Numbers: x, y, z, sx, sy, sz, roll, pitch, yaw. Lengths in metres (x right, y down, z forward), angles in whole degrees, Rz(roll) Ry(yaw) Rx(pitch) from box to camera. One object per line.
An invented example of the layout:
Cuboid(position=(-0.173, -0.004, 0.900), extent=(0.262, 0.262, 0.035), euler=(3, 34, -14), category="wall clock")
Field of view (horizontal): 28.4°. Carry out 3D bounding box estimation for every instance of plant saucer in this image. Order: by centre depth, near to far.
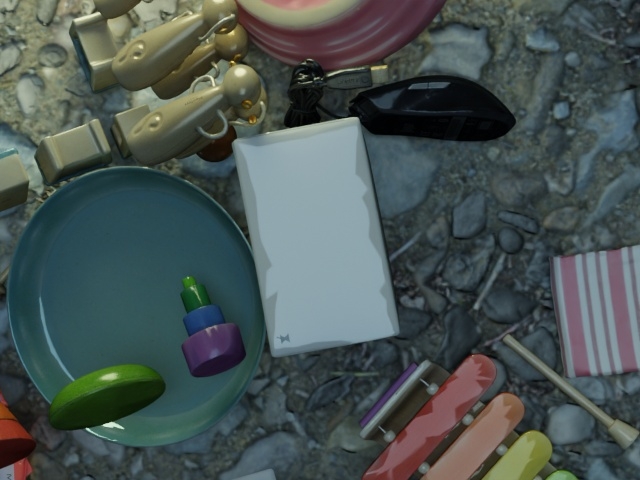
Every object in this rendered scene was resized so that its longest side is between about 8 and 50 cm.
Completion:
Cuboid(position=(0.001, -0.351, 1.371), extent=(0.332, 0.084, 0.332), euler=(3, 95, 31), category="plant saucer")
Cuboid(position=(-0.204, 0.073, 1.428), extent=(0.318, 0.044, 0.317), euler=(2, 98, 17), category="plant saucer")

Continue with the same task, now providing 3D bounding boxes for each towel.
Cuboid(position=(0.364, 0.077, 1.438), extent=(0.197, 0.029, 0.144), euler=(-7, 88, 6), category="towel")

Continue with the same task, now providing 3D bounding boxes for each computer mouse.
Cuboid(position=(0.087, -0.165, 1.387), extent=(0.262, 0.184, 0.060), euler=(2, 76, 3), category="computer mouse")

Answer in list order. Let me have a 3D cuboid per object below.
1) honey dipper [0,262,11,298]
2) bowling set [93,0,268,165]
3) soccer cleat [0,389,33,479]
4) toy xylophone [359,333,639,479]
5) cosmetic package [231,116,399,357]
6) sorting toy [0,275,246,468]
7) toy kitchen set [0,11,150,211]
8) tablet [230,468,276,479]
Cuboid(position=(-0.348, 0.017, 1.479), extent=(0.030, 0.030, 0.160), euler=(41, 88, 4), category="honey dipper")
Cuboid(position=(-0.121, -0.185, 1.395), extent=(0.154, 0.200, 0.287), euler=(-29, 58, 16), category="bowling set")
Cuboid(position=(-0.389, 0.229, 1.448), extent=(0.116, 0.108, 0.318), euler=(-5, 87, -16), category="soccer cleat")
Cuboid(position=(0.207, 0.246, 1.408), extent=(0.323, 0.081, 0.236), euler=(34, 93, 4), category="toy xylophone")
Cuboid(position=(0.000, 0.000, 1.360), extent=(0.138, 0.225, 0.224), euler=(-11, 88, 3), category="cosmetic package")
Cuboid(position=(-0.267, 0.135, 1.362), extent=(0.366, 0.127, 0.126), euler=(-23, 70, 1), category="sorting toy")
Cuboid(position=(-0.318, -0.147, 1.457), extent=(0.207, 0.122, 0.166), euler=(-22, 87, -18), category="toy kitchen set")
Cuboid(position=(-0.069, 0.310, 1.464), extent=(0.054, 0.006, 0.083), euler=(-17, 88, 2), category="tablet")
